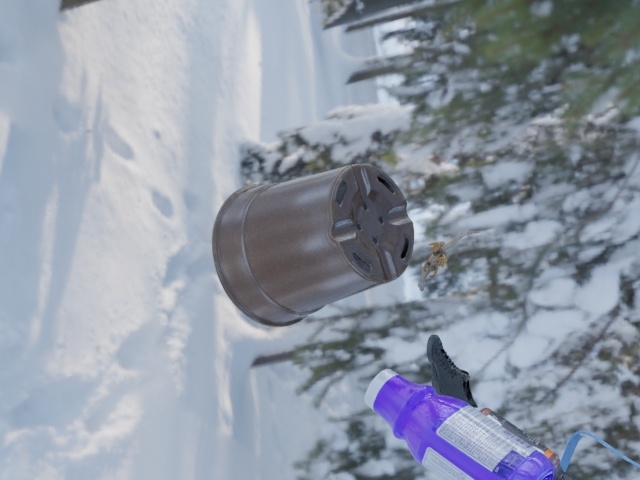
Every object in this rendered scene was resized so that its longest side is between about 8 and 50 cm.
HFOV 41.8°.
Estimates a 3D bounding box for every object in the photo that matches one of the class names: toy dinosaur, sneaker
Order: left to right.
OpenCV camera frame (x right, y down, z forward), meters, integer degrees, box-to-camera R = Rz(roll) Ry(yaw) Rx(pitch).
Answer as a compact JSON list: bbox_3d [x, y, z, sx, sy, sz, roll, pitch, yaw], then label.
[{"bbox_3d":[0.300,0.030,2.068,0.064,0.211,0.112,44,2,12],"label":"toy dinosaur"},{"bbox_3d":[0.280,0.282,1.782,0.051,0.089,0.170,-28,114,-55],"label":"sneaker"}]

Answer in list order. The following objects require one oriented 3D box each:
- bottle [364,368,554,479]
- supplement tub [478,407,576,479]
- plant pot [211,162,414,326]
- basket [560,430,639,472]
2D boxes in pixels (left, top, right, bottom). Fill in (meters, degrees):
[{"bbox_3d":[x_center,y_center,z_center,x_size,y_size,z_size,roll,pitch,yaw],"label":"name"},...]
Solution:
[{"bbox_3d":[0.190,0.286,1.210,0.118,0.283,0.092,-19,131,-47],"label":"bottle"},{"bbox_3d":[0.341,0.385,1.459,0.106,0.198,0.106,-43,152,-30],"label":"supplement tub"},{"bbox_3d":[0.000,0.000,0.897,0.167,0.165,0.166,15,68,-42],"label":"plant pot"},{"bbox_3d":[0.518,0.534,1.587,0.201,0.288,0.255,24,3,-32],"label":"basket"}]
